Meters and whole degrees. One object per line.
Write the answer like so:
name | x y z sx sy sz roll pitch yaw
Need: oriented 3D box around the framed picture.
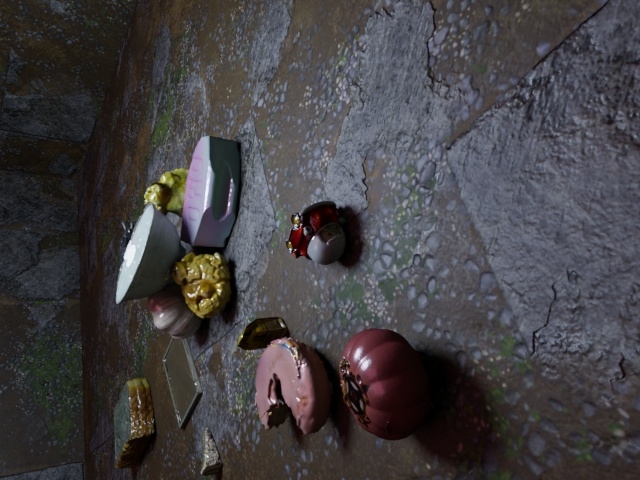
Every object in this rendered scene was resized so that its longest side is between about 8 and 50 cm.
framed picture | -0.482 0.463 1.679 0.211 0.020 0.290 -61 42 30

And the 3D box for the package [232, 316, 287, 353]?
package | -0.149 0.224 1.154 0.047 0.131 0.071 54 131 35

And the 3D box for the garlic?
garlic | -0.422 0.185 1.542 0.226 0.199 0.199 -41 48 7

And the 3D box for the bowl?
bowl | -0.495 0.054 1.467 0.313 0.146 0.314 -38 42 46

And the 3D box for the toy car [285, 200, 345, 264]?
toy car | 0.000 0.000 1.008 0.112 0.112 0.139 49 136 25

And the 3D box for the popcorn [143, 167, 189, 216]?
popcorn | -0.478 -0.158 1.595 0.173 0.195 0.169 -25 74 55

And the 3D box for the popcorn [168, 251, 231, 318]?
popcorn | -0.335 0.120 1.421 0.194 0.163 0.140 51 154 5

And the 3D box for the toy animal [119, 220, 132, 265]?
toy animal | -0.864 0.008 2.205 0.137 0.082 0.270 -34 60 46

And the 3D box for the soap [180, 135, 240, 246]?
soap | -0.330 -0.144 1.465 0.192 0.109 0.324 14 97 54

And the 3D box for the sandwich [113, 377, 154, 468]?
sandwich | -0.766 0.731 1.973 0.301 0.099 0.271 -57 44 34

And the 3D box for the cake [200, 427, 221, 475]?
cake | -0.323 0.622 1.437 0.140 0.055 0.051 -109 38 -56

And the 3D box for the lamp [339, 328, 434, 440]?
lamp | 0.110 0.230 0.799 0.182 0.140 0.182 169 90 -67

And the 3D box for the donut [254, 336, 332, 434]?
donut | -0.061 0.310 1.059 0.232 0.085 0.199 -20 71 52
